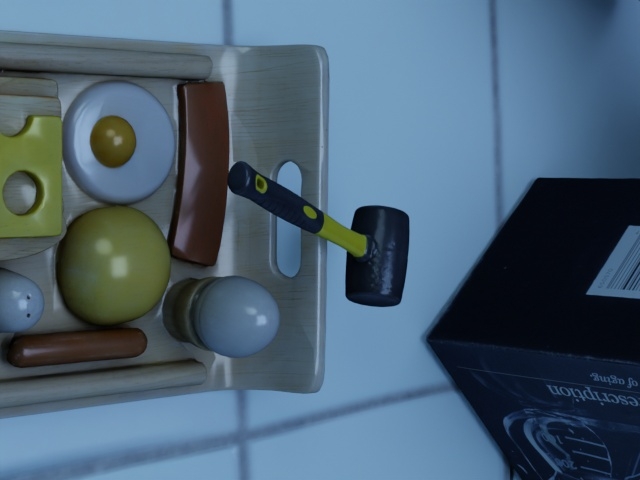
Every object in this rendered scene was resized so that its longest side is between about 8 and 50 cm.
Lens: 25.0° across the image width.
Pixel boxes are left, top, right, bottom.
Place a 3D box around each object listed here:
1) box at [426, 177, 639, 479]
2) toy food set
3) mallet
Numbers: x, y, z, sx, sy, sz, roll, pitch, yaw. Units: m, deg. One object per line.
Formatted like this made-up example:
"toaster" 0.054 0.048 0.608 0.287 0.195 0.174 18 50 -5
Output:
"box" 0.309 0.127 1.026 0.179 0.343 0.312 -53 123 -27
"toy food set" -0.121 -0.008 0.805 0.306 0.092 0.220 -2 95 -42
"mallet" 0.000 0.000 0.846 0.189 0.039 0.062 16 74 -60
